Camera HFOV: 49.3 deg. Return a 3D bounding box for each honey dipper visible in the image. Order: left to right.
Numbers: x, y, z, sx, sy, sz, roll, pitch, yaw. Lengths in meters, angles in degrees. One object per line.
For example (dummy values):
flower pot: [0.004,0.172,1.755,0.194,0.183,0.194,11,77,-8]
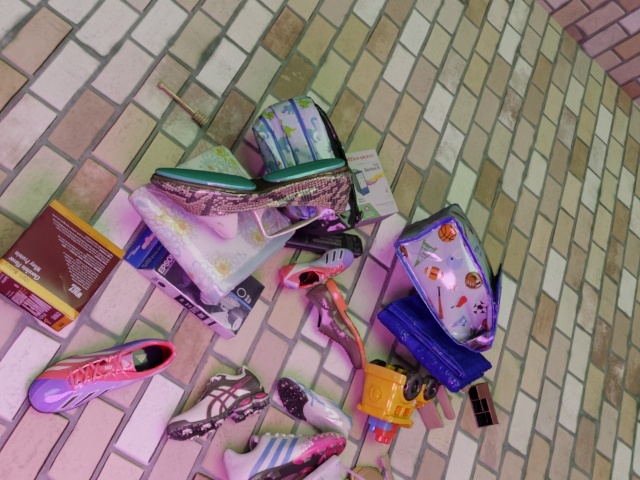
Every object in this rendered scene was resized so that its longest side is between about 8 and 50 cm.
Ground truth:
honey dipper: [-0.368,-0.367,1.866,0.161,0.030,0.030,40,55,-15]

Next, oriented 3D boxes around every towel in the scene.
towel: [-0.255,-0.053,1.731,0.320,0.090,0.374,49,37,-2]
towel: [0.331,0.278,1.981,0.308,0.076,0.228,45,33,24]

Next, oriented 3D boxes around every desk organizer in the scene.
desk organizer: [0.497,0.505,2.139,0.050,0.047,0.130,-6,76,-34]

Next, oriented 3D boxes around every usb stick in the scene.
usb stick: [0.000,0.000,1.979,0.278,0.045,0.077,10,61,-32]

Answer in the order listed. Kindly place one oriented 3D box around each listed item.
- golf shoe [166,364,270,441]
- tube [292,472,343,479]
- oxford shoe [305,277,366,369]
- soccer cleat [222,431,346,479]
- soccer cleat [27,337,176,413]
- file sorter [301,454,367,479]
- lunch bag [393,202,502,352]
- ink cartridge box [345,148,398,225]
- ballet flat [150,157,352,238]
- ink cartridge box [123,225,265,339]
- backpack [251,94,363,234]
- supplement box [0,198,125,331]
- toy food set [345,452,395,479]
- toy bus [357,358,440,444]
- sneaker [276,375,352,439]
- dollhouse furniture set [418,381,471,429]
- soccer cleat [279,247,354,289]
golf shoe: [-0.253,0.385,1.639,0.273,0.105,0.120,-12,64,-43]
tube: [-0.047,0.619,1.711,0.240,0.062,0.070,-28,119,-42]
oxford shoe: [0.046,0.242,1.911,0.098,0.097,0.271,-25,96,-5]
soccer cleat: [-0.083,0.505,1.683,0.331,0.116,0.143,-8,41,-41]
soccer cleat: [-0.463,0.280,1.502,0.318,0.116,0.108,-15,82,-38]
file sorter: [0.002,0.675,1.599,0.278,0.173,0.192,-26,124,-38]
lunch bag: [0.404,0.108,2.033,0.385,0.239,0.328,63,17,-2]
ink cartridge box: [0.119,-0.156,2.090,0.154,0.093,0.212,-14,79,-37]
ballet flat: [-0.147,-0.089,1.633,0.483,0.164,0.181,-6,108,-21]
ink cartridge box: [-0.306,0.081,1.723,0.333,0.065,0.165,40,55,-16]
backpack: [-0.039,-0.208,1.870,0.274,0.290,0.355,-6,103,-1]
supplement box: [-0.570,0.057,1.502,0.191,0.129,0.194,40,54,-17]
toy food set: [0.120,0.654,1.831,0.192,0.039,0.132,-17,90,-43]
toy bus: [0.206,0.446,1.898,0.220,0.150,0.211,23,80,-48]
sneaker: [-0.016,0.424,1.796,0.237,0.085,0.086,41,28,-12]
dollhouse furniture set: [0.378,0.451,2.031,0.151,0.144,0.123,-25,93,-53]
soccer cleat: [0.003,0.083,1.907,0.248,0.095,0.083,-14,118,-34]
